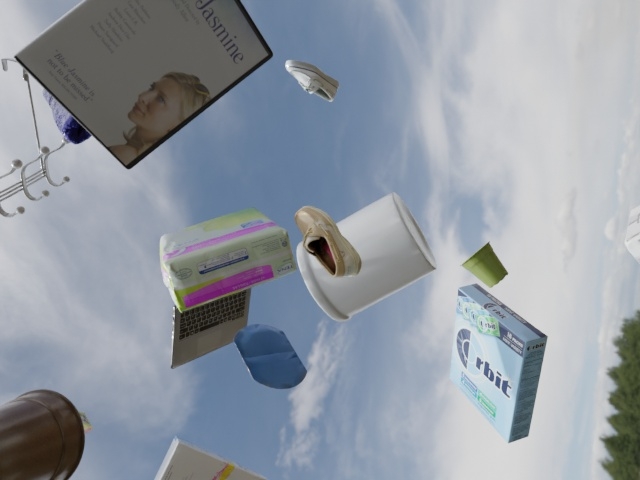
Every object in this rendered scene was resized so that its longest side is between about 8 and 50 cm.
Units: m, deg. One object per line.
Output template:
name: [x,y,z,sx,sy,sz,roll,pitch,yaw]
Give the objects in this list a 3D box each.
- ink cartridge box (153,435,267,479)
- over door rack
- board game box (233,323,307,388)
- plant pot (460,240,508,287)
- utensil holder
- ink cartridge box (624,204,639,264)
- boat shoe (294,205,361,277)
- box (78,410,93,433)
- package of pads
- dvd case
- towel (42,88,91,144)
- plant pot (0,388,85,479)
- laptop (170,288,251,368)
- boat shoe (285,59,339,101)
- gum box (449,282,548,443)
ink cartridge box: [-0.275,0.597,1.173,0.232,0.171,0.168,28,-113,-9]
over door rack: [-0.694,-0.246,1.139,0.240,0.108,0.325,-88,-9,-65]
board game box: [-0.111,0.248,1.027,0.133,0.169,0.033,1,-51,-42]
plant pot: [0.358,0.058,1.063,0.079,0.083,0.083,51,-142,11]
utensil holder: [0.165,0.058,1.720,0.328,0.385,0.328,51,-160,-27]
ink cartridge box: [0.715,0.020,0.970,0.199,0.114,0.272,56,-144,6]
boat shoe: [0.000,0.000,0.849,0.059,0.170,0.063,-13,-44,-38]
box: [-0.677,0.476,1.269,0.087,0.058,0.232,-36,-20,-19]
package of pads: [-0.197,0.026,0.970,0.229,0.296,0.101,-19,-74,-14]
dvd case: [-0.204,-0.229,0.609,0.253,0.022,0.180,-39,-52,-1]
towel: [-0.471,-0.332,1.043,0.228,0.308,0.076,-47,-45,1]
plant pot: [-0.483,0.322,0.749,0.165,0.166,0.167,47,-125,-78]
laptop: [-0.327,0.287,1.847,0.381,0.236,0.409,-15,-60,-51]
boat shoe: [-0.025,-0.536,1.669,0.226,0.083,0.076,11,-91,-38]
gum box: [0.265,0.185,0.762,0.041,0.157,0.185,-10,-64,-18]
